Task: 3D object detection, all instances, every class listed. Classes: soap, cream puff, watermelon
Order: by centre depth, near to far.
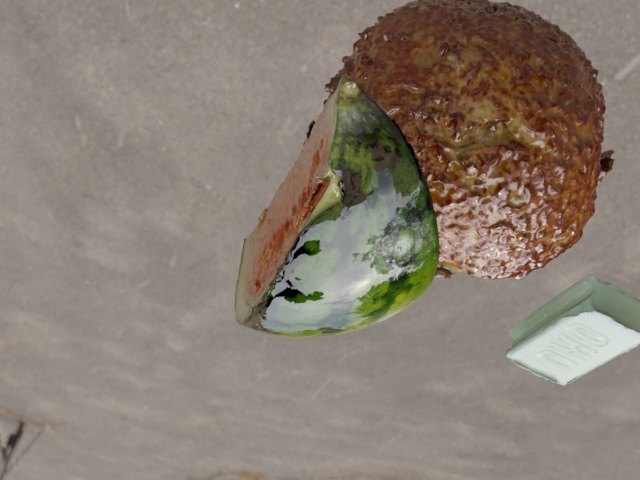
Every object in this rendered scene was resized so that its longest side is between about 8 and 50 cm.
[{"bbox_3d":[-0.014,0.021,0.698,0.159,0.128,0.303,52,154,6],"label":"watermelon"},{"bbox_3d":[0.167,-0.130,0.945,0.350,0.351,0.229,15,155,-3],"label":"cream puff"},{"bbox_3d":[0.366,0.133,1.218,0.114,0.063,0.198,25,144,-9],"label":"soap"}]
